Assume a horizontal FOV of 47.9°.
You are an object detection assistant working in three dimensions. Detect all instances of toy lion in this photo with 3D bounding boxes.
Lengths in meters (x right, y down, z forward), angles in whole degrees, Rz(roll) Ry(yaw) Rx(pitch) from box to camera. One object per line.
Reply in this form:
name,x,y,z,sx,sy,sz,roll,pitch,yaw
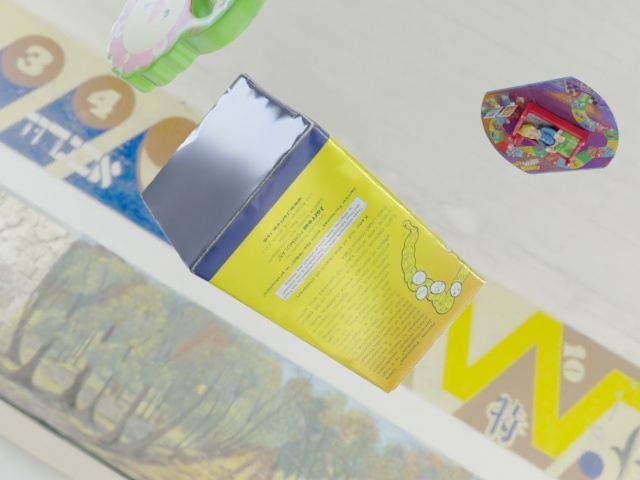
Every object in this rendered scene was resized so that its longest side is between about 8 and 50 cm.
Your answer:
toy lion,-0.065,-0.116,0.356,0.100,0.096,0.034,24,-6,45

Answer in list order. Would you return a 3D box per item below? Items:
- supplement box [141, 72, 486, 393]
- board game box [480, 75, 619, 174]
supplement box,0.000,0.000,0.871,0.356,0.195,0.194,38,4,-40
board game box,0.265,-0.123,0.860,0.169,0.033,0.133,0,-46,47
